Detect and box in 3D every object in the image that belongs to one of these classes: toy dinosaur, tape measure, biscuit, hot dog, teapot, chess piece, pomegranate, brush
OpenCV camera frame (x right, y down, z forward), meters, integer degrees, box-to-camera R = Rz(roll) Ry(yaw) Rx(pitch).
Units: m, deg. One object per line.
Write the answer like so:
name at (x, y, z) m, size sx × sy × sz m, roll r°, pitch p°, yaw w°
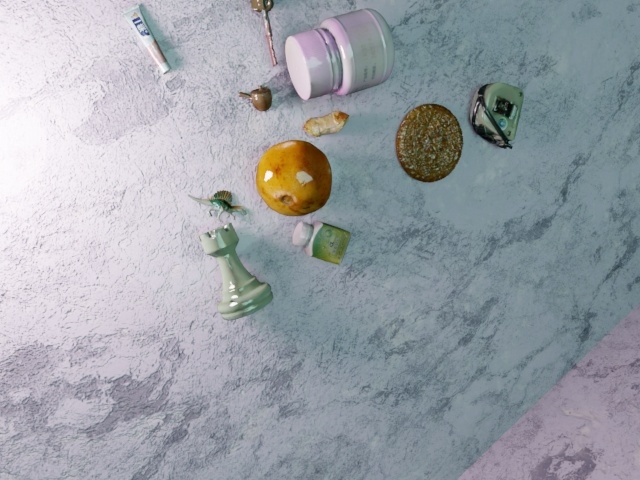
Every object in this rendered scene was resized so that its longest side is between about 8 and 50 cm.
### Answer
toy dinosaur at (-0.343, -0.128, 1.477) m, size 0.187 × 0.044 × 0.106 m, roll 41°, pitch 72°, yaw -8°
tape measure at (0.692, -0.497, 1.721) m, size 0.207 × 0.115 × 0.235 m, roll 7°, pitch 97°, yaw -22°
biscuit at (0.430, -0.377, 1.692) m, size 0.305 × 0.038 × 0.305 m, roll -3°, pitch 101°, yaw -18°
hot dog at (0.022, -0.407, 1.535) m, size 0.168 × 0.061 × 0.078 m, roll -12°, pitch 71°, yaw 4°
teapot at (-0.215, -0.479, 1.454) m, size 0.110 × 0.085 × 0.080 m, roll 1°, pitch 125°, yaw 9°
chess piece at (-0.297, 0.098, 1.464) m, size 0.194 × 0.194 × 0.299 m, roll -24°, pitch 97°, yaw -14°
pomegranate at (-0.087, -0.206, 1.443) m, size 0.264 × 0.264 × 0.264 m, roll -3°, pitch 101°, yaw -18°
brush at (-0.179, -0.723, 1.407) m, size 0.071 × 0.084 × 0.301 m, roll -14°, pitch 110°, yaw -17°

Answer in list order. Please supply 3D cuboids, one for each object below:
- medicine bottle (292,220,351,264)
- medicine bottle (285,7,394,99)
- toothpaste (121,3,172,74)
medicine bottle at (0.000, 0.000, 1.586) m, size 0.188 × 0.088 × 0.132 m, roll 18°, pitch 94°, yaw -21°
medicine bottle at (0.060, -0.597, 1.418) m, size 0.301 × 0.241 × 0.241 m, roll -22°, pitch 106°, yaw -14°
toothpaste at (-0.525, -0.611, 1.330) m, size 0.056 × 0.036 × 0.205 m, roll -32°, pitch 104°, yaw -12°
